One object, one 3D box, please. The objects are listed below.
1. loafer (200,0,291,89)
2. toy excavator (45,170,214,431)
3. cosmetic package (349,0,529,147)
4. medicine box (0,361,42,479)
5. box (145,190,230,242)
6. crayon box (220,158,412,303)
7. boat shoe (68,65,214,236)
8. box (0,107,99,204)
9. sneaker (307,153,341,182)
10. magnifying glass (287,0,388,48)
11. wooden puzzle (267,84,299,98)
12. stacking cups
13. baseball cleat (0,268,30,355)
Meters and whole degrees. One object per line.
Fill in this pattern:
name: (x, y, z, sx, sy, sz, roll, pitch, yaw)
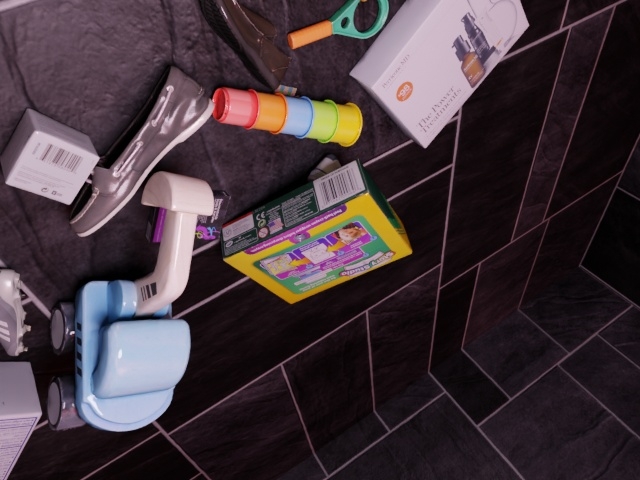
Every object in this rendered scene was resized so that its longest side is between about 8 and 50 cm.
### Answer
loafer: (-0.124, -0.362, 0.818, 0.078, 0.080, 0.220, -52, 147, -4)
toy excavator: (-0.335, 0.135, 0.904, 0.222, 0.434, 0.444, 7, 160, -44)
cosmetic package: (0.280, -0.438, 1.074, 0.377, 0.097, 0.284, -51, 139, 10)
medicine box: (-0.747, 0.389, 0.920, 0.263, 0.149, 0.289, 16, 115, -48)
box: (-0.281, -0.052, 1.004, 0.162, 0.029, 0.116, -3, 128, -38)
crayon box: (0.000, 0.000, 1.136, 0.362, 0.106, 0.313, -24, 147, 16)
boat shoe: (-0.330, -0.156, 0.809, 0.335, 0.112, 0.095, -46, 130, -2)
box: (-0.431, -0.132, 0.749, 0.102, 0.087, 0.101, -51, 141, 12)
sneaker: (0.055, -0.116, 1.186, 0.091, 0.094, 0.258, -53, 150, -11)
magnifying glass: (0.039, -0.428, 0.928, 0.230, 0.026, 0.092, -27, 140, -18)
wooden puzzle: (-0.078, -0.294, 0.968, 0.083, 0.006, 0.049, -3, 128, -40)
stacking cups: (-0.062, -0.244, 0.950, 0.315, 0.096, 0.096, -5, 129, -37)
baseball cleat: (-0.609, 0.135, 0.878, 0.109, 0.072, 0.206, 2, 121, -25)
